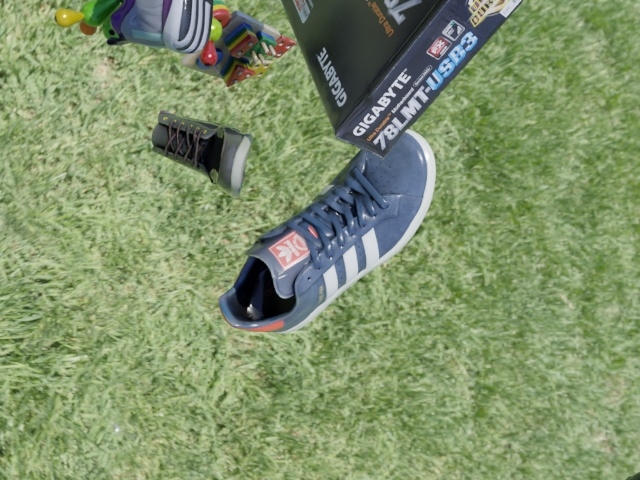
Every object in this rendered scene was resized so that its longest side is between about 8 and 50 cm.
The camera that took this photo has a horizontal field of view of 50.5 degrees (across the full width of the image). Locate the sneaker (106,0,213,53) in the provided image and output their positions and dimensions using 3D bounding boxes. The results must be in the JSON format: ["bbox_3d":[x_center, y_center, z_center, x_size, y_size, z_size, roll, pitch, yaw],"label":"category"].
[{"bbox_3d":[-0.147,-0.285,0.617,0.083,0.098,0.223,22,74,-76],"label":"sneaker"}]

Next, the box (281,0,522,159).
[{"bbox_3d":[0.089,-0.279,0.662,0.073,0.293,0.295,23,35,-34],"label":"box"}]

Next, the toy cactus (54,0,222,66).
[{"bbox_3d":[-0.208,-0.308,0.795,0.219,0.112,0.180,17,81,-10],"label":"toy cactus"}]

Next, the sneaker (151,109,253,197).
[{"bbox_3d":[-0.157,-0.113,0.867,0.118,0.222,0.083,12,100,-16],"label":"sneaker"}]

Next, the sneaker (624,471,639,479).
[{"bbox_3d":[0.321,0.155,0.409,0.100,0.272,0.108,-32,104,-46],"label":"sneaker"}]

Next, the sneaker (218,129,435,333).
[{"bbox_3d":[0.000,0.000,0.859,0.131,0.350,0.148,50,24,24],"label":"sneaker"}]

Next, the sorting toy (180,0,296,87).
[{"bbox_3d":[-0.138,-0.311,1.146,0.046,0.132,0.274,62,24,11],"label":"sorting toy"}]
